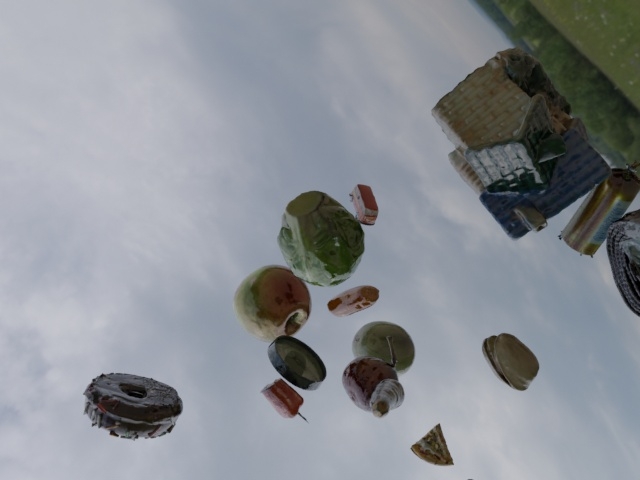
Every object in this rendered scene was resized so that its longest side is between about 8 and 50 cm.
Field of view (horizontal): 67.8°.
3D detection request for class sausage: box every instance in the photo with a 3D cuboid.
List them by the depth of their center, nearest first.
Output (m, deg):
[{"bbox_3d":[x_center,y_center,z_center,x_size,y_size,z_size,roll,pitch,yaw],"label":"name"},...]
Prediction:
[{"bbox_3d":[0.874,-0.109,1.473,0.125,0.317,0.117,34,-144,23],"label":"sausage"},{"bbox_3d":[0.113,0.221,1.725,0.098,0.238,0.098,17,-120,-33],"label":"sausage"}]

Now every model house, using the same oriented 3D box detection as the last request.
[{"bbox_3d":[0.610,-0.259,1.399,0.445,0.395,0.400,39,-155,-42],"label":"model house"}]

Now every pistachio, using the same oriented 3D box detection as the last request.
[{"bbox_3d":[0.442,0.282,1.118,0.149,0.113,0.113,39,-147,-10],"label":"pistachio"}]

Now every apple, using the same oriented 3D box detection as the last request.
[{"bbox_3d":[-0.182,0.254,1.880,0.319,0.319,0.277,3,-142,-49],"label":"apple"}]

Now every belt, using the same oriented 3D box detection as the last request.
[{"bbox_3d":[0.841,0.063,1.202,0.164,0.184,0.289,-20,-91,-27],"label":"belt"}]

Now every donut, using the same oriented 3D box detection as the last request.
[{"bbox_3d":[-0.503,0.443,1.281,0.270,0.270,0.103,19,-94,-39],"label":"donut"}]

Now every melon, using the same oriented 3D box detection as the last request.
[{"bbox_3d":[0.285,0.488,2.121,0.308,0.272,0.271,0,-124,-41],"label":"melon"}]

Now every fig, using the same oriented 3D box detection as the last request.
[{"bbox_3d":[0.209,0.491,1.691,0.250,0.186,0.204,-23,-151,-27],"label":"fig"}]

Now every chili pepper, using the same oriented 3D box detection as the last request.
[{"bbox_3d":[-0.097,0.496,1.450,0.084,0.086,0.192,-44,-75,-15],"label":"chili pepper"}]

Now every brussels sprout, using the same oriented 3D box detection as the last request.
[{"bbox_3d":[0.000,0.000,1.220,0.244,0.244,0.244,31,-143,-26],"label":"brussels sprout"}]

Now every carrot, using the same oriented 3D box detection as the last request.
[{"bbox_3d":[0.150,0.375,1.115,0.078,0.078,0.298,59,-173,15],"label":"carrot"}]

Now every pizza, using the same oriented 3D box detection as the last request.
[{"bbox_3d":[0.490,0.865,2.008,0.185,0.176,0.036,24,-173,23],"label":"pizza"}]

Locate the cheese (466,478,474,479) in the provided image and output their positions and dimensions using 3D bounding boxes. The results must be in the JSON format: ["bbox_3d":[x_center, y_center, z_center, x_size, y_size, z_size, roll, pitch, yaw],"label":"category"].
[{"bbox_3d":[0.262,0.618,1.056,0.163,0.286,0.082,50,-147,19],"label":"cheese"}]

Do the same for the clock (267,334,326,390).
[{"bbox_3d":[-0.074,0.398,1.564,0.215,0.042,0.215,34,-166,-10],"label":"clock"}]

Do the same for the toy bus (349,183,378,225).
[{"bbox_3d":[0.166,-0.136,1.777,0.079,0.077,0.174,9,-139,-20],"label":"toy bus"}]
